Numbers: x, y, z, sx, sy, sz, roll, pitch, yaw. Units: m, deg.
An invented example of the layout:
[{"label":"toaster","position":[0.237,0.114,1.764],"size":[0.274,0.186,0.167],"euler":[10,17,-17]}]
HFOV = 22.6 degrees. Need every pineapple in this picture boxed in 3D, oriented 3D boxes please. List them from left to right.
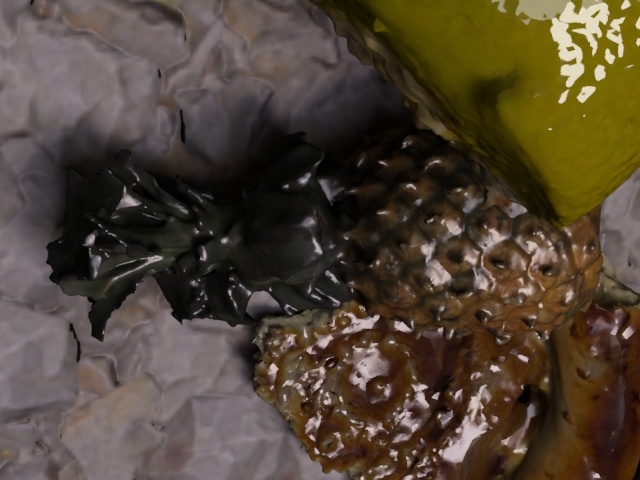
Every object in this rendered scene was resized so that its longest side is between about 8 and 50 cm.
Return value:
[{"label":"pineapple","position":[0.000,0.000,0.746],"size":[0.251,0.125,0.125],"euler":[-3,116,-14]}]

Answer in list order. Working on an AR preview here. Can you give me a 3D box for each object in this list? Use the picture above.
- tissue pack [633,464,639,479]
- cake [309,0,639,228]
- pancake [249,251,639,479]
[{"label":"tissue pack","position":[0.265,0.256,0.956],"size":[0.242,0.125,0.343],"euler":[7,112,-24]},{"label":"cake","position":[0.068,-0.116,0.621],"size":[0.156,0.260,0.179],"euler":[-45,122,7]},{"label":"pancake","position":[0.062,0.113,0.850],"size":[0.245,0.057,0.266],"euler":[20,107,-27]}]
